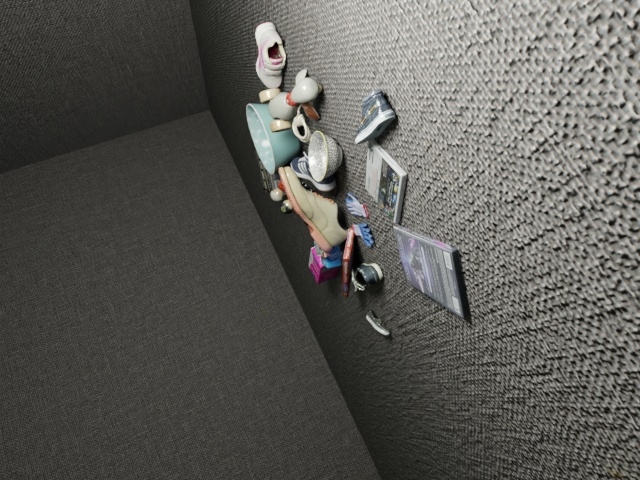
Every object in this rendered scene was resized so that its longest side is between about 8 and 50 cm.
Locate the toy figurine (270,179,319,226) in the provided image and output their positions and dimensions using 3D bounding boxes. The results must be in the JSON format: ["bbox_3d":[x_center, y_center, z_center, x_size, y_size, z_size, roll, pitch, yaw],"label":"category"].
[{"bbox_3d":[-0.089,-0.167,1.800,0.210,0.148,0.213,35,-174,-37],"label":"toy figurine"}]

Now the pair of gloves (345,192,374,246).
[{"bbox_3d":[0.138,-0.075,1.530,0.159,0.023,0.198,32,143,66],"label":"pair of gloves"}]

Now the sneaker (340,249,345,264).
[{"bbox_3d":[0.101,0.095,1.880,0.069,0.038,0.098,61,165,26],"label":"sneaker"}]

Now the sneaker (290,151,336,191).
[{"bbox_3d":[-0.041,-0.311,1.656,0.282,0.099,0.153,41,155,46],"label":"sneaker"}]

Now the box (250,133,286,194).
[{"bbox_3d":[-0.269,-0.444,2.205,0.318,0.097,0.394,-146,43,-68],"label":"box"}]

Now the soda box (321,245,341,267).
[{"bbox_3d":[0.038,0.007,1.840,0.071,0.067,0.209,-148,48,-64],"label":"soda box"}]

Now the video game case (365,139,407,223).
[{"bbox_3d":[0.185,-0.169,1.227,0.173,0.022,0.190,57,161,35],"label":"video game case"}]

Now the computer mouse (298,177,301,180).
[{"bbox_3d":[-0.122,-0.267,2.132,0.193,0.042,0.105,17,127,68],"label":"computer mouse"}]

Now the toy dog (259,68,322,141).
[{"bbox_3d":[-0.079,-0.491,1.521,0.334,0.161,0.220,29,133,48],"label":"toy dog"}]

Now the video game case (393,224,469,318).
[{"bbox_3d":[0.299,0.076,1.176,0.274,0.026,0.195,37,146,65],"label":"video game case"}]

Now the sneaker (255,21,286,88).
[{"bbox_3d":[-0.187,-0.684,1.624,0.252,0.103,0.111,87,157,-54],"label":"sneaker"}]

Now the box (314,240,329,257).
[{"bbox_3d":[0.000,0.000,1.796,0.094,0.027,0.136,-174,74,-67],"label":"box"}]

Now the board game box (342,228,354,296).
[{"bbox_3d":[0.112,0.095,1.707,0.281,0.027,0.145,87,-168,-53],"label":"board game box"}]

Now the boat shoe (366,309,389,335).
[{"bbox_3d":[0.237,0.335,1.741,0.142,0.049,0.040,40,111,51],"label":"boat shoe"}]

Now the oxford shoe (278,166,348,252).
[{"bbox_3d":[-0.022,-0.137,1.627,0.396,0.147,0.140,56,-175,-32],"label":"oxford shoe"}]

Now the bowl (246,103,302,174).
[{"bbox_3d":[-0.190,-0.460,1.844,0.311,0.163,0.311,58,163,30],"label":"bowl"}]

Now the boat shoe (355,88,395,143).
[{"bbox_3d":[0.132,-0.322,1.117,0.083,0.065,0.183,68,159,3],"label":"boat shoe"}]

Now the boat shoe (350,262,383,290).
[{"bbox_3d":[0.164,0.144,1.646,0.095,0.079,0.254,66,166,-1],"label":"boat shoe"}]

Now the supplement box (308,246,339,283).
[{"bbox_3d":[0.019,0.107,2.047,0.111,0.114,0.220,62,163,22],"label":"supplement box"}]

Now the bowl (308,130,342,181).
[{"bbox_3d":[0.024,-0.290,1.464,0.170,0.080,0.169,174,90,-68],"label":"bowl"}]
